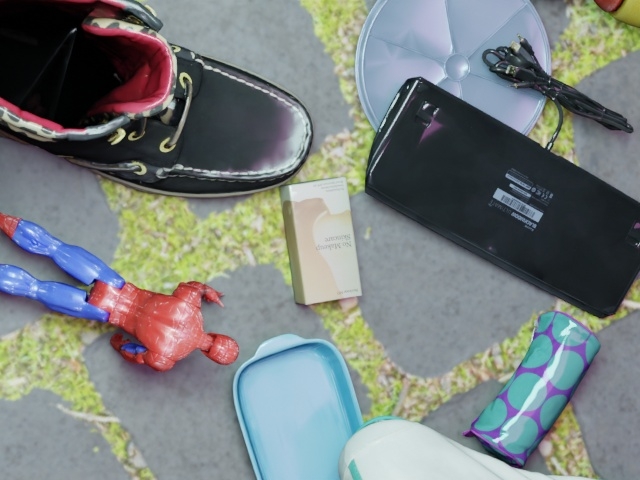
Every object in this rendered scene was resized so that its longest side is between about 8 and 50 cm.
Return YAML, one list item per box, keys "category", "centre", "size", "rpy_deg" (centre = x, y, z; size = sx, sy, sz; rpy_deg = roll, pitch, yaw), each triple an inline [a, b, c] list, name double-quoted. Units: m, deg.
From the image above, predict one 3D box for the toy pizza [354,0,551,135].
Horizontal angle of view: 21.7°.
- category: "toy pizza"
  centre: [0.127, -0.167, 1.610]
  size: [0.201, 0.032, 0.201]
  rpy_deg: [-2, 96, -16]

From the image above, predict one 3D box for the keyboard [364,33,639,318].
- category: "keyboard"
  centre: [0.206, -0.071, 1.611]
  size: [0.317, 0.033, 0.201]
  rpy_deg: [28, 96, -22]

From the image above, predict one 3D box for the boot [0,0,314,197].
- category: "boot"
  centre: [-0.162, -0.124, 1.404]
  size: [0.377, 0.284, 0.138]
  rpy_deg: [17, 87, -14]

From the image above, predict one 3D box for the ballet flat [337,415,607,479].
- category: "ballet flat"
  centre: [0.197, 0.283, 1.566]
  size: [0.400, 0.139, 0.139]
  rpy_deg: [21, 86, -21]

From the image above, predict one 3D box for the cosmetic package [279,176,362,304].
- category: "cosmetic package"
  centre: [0.000, 0.000, 1.576]
  size: [0.060, 0.041, 0.115]
  rpy_deg: [-10, 94, -15]

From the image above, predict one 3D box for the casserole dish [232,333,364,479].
- category: "casserole dish"
  centre: [-0.018, 0.179, 1.578]
  size: [0.114, 0.037, 0.188]
  rpy_deg: [-18, 97, -14]

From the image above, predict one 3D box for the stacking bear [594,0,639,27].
- category: "stacking bear"
  centre: [0.319, -0.280, 1.604]
  size: [0.289, 0.175, 0.164]
  rpy_deg: [5, 83, -6]

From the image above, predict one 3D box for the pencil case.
- category: "pencil case"
  centre: [0.207, 0.144, 1.623]
  size: [0.070, 0.064, 0.152]
  rpy_deg: [31, 83, 25]

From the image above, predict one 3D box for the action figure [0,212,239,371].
- category: "action figure"
  centre: [-0.196, 0.048, 1.511]
  size: [0.280, 0.139, 0.091]
  rpy_deg: [25, 88, 8]
